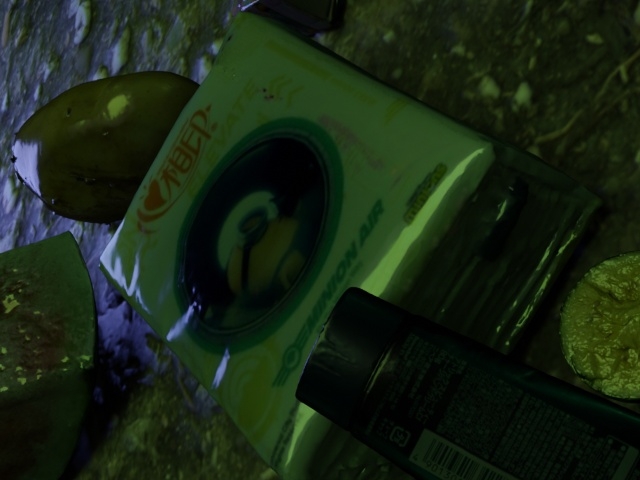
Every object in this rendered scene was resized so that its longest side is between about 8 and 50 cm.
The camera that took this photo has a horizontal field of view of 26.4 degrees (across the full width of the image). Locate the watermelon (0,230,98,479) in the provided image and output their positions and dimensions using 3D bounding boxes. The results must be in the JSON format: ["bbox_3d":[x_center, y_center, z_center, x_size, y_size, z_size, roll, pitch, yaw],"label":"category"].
[{"bbox_3d":[-0.393,0.156,1.439,0.387,0.258,0.228,-48,38,29],"label":"watermelon"}]

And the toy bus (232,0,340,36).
[{"bbox_3d":[-0.014,-0.342,1.375,0.112,0.090,0.274,-14,59,58],"label":"toy bus"}]

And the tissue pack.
[{"bbox_3d":[0.000,0.000,1.113,0.287,0.162,0.388,-59,37,5],"label":"tissue pack"}]

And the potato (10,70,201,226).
[{"bbox_3d":[-0.223,-0.094,1.432,0.300,0.173,0.140,-14,76,48],"label":"potato"}]

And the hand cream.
[{"bbox_3d":[0.117,0.128,0.875,0.270,0.061,0.120,28,94,14],"label":"hand cream"}]

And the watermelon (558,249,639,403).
[{"bbox_3d":[0.213,0.061,0.890,0.105,0.062,0.105,-16,55,24],"label":"watermelon"}]
